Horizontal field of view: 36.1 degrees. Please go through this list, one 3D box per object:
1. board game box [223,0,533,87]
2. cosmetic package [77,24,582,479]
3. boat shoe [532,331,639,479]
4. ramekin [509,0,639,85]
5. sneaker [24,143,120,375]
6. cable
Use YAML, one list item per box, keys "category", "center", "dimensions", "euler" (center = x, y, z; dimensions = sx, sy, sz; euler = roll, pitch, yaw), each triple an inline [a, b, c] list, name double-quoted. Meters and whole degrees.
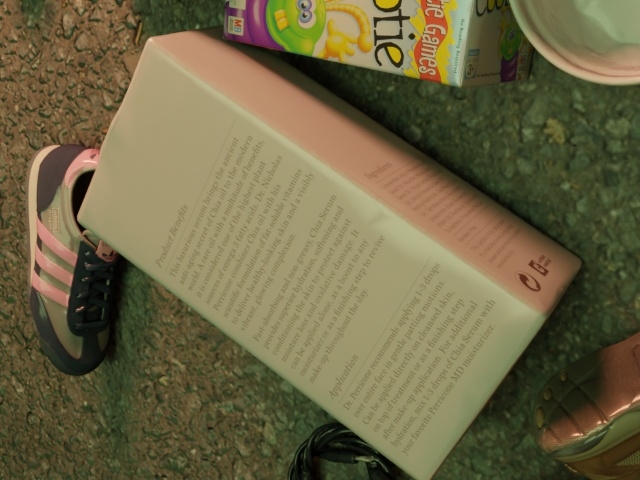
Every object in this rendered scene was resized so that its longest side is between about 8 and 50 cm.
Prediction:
- category: "board game box"
  center: [0.059, -0.244, 0.953]
  dimensions: [0.275, 0.144, 0.142]
  euler: [18, 111, 33]
- category: "cosmetic package"
  center: [0.000, 0.000, 0.991]
  dimensions: [0.453, 0.161, 0.230]
  euler: [36, 119, 12]
- category: "boat shoe"
  center: [0.346, 0.121, 0.857]
  dimensions: [0.324, 0.123, 0.116]
  euler: [-32, 114, 28]
- category: "ramekin"
  center: [0.271, -0.235, 0.822]
  dimensions: [0.207, 0.109, 0.207]
  euler: [9, 106, 35]
- category: "sneaker"
  center: [-0.314, 0.032, 1.304]
  dimensions: [0.131, 0.112, 0.319]
  euler: [3, 103, 38]
- category: "cable"
  center: [0.017, 0.307, 1.164]
  dimensions: [0.150, 0.047, 0.184]
  euler: [48, 124, 18]
